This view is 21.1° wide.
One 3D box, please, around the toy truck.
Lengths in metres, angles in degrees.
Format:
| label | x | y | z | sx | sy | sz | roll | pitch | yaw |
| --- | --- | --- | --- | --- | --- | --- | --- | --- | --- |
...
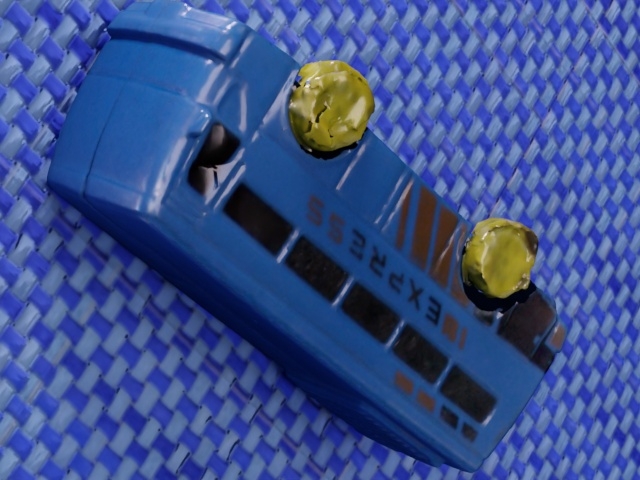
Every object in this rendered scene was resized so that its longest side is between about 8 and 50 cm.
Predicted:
| label | x | y | z | sx | sy | sz | roll | pitch | yaw |
| --- | --- | --- | --- | --- | --- | --- | --- | --- | --- |
| toy truck | 0.000 | 0.000 | 1.135 | 0.385 | 0.161 | 0.162 | 41 | 75 | -37 |
